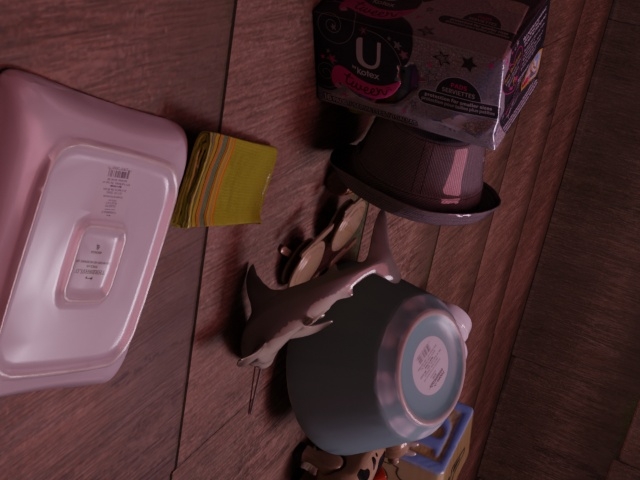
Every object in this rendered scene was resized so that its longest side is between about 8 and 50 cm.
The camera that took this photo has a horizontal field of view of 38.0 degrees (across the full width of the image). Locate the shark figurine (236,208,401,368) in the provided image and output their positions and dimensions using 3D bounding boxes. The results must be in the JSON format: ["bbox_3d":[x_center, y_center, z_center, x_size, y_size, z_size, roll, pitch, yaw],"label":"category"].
[{"bbox_3d":[-0.034,0.065,1.179,0.278,0.116,0.166,-38,165,20],"label":"shark figurine"}]

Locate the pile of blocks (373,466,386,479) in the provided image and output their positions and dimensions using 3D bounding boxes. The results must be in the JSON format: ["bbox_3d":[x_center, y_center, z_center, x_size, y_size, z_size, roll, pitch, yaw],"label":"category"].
[{"bbox_3d":[0.063,0.602,1.936,0.362,0.113,0.149,-65,159,-12],"label":"pile of blocks"}]

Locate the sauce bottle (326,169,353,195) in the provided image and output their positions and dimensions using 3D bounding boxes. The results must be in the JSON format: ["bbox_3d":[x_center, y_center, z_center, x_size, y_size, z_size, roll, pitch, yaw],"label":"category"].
[{"bbox_3d":[0.051,-0.090,1.378,0.128,0.042,0.042,-18,125,-63],"label":"sauce bottle"}]

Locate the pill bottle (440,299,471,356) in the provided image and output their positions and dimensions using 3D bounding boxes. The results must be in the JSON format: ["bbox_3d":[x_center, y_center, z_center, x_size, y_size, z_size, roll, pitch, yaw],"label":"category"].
[{"bbox_3d":[0.217,0.259,1.955,0.272,0.152,0.152,-56,155,-33],"label":"pill bottle"}]

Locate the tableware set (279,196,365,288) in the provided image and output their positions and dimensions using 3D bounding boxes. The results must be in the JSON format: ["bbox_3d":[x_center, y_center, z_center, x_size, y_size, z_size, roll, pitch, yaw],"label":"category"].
[{"bbox_3d":[0.000,0.000,1.342,0.194,0.039,0.128,-44,159,-39],"label":"tableware set"}]

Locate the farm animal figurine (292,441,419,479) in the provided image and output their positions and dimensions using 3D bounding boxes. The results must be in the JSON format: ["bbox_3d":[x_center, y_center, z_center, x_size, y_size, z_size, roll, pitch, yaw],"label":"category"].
[{"bbox_3d":[0.083,0.349,1.671,0.326,0.172,0.330,-56,155,-34],"label":"farm animal figurine"}]

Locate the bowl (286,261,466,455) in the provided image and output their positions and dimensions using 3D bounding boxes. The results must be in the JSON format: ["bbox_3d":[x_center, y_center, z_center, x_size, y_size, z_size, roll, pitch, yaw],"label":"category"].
[{"bbox_3d":[0.110,0.189,1.440,0.312,0.163,0.311,-1,91,-47],"label":"bowl"}]

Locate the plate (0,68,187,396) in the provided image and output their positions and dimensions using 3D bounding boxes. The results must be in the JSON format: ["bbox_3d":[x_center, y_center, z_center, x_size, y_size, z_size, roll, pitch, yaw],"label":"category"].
[{"bbox_3d":[-0.212,0.013,0.810,0.277,0.045,0.277,9,100,-69],"label":"plate"}]

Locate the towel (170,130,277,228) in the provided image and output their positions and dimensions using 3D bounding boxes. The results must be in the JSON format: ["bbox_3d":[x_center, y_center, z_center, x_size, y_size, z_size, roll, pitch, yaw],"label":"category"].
[{"bbox_3d":[-0.096,-0.063,1.025,0.237,0.021,0.102,-7,117,-75],"label":"towel"}]

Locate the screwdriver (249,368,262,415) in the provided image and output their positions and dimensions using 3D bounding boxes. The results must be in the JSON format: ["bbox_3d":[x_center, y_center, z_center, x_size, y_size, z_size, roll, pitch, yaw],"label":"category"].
[{"bbox_3d":[-0.088,0.181,1.322,0.024,0.025,0.169,-37,151,-56],"label":"screwdriver"}]

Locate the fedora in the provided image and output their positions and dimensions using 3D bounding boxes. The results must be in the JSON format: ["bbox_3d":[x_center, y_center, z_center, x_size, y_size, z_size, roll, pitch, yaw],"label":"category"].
[{"bbox_3d":[0.143,-0.127,1.268,0.275,0.244,0.124,-53,160,-64],"label":"fedora"}]

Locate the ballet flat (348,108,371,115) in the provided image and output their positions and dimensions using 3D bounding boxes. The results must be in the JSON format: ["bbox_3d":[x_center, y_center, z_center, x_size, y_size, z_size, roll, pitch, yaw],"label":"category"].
[{"bbox_3d":[0.102,-0.220,1.366,0.077,0.077,0.231,-56,164,26],"label":"ballet flat"}]

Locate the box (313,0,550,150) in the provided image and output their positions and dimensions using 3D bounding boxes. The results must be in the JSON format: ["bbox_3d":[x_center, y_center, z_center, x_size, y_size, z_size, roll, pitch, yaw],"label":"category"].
[{"bbox_3d":[0.136,-0.241,1.162,0.163,0.247,0.142,-53,152,-37],"label":"box"}]

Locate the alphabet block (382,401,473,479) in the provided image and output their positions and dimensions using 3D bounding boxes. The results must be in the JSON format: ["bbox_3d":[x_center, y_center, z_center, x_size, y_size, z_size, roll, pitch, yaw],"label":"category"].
[{"bbox_3d":[0.225,0.470,2.117,0.193,0.193,0.197,-53,154,-34],"label":"alphabet block"}]
